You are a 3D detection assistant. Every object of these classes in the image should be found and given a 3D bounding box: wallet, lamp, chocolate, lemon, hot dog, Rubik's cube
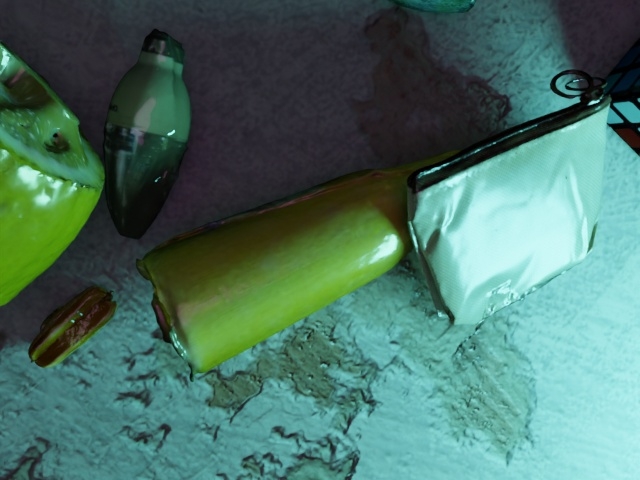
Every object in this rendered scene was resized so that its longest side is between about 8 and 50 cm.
[{"bbox_3d":[0.250,-0.040,0.872,0.335,0.068,0.275,-26,120,-20],"label":"wallet"},{"bbox_3d":[-0.210,-0.123,0.817,0.101,0.101,0.250,13,97,-11],"label":"lamp"},{"bbox_3d":[0.000,0.000,0.851,0.445,0.162,0.162,-26,100,-15],"label":"chocolate"},{"bbox_3d":[-0.428,-0.066,0.669,0.363,0.364,0.365,-1,96,-10],"label":"lemon"},{"bbox_3d":[-0.313,0.107,0.856,0.133,0.041,0.056,-42,101,-11],"label":"hot dog"},{"bbox_3d":[0.487,-0.198,0.895,0.163,0.162,0.161,41,89,-12],"label":"Rubik's cube"}]

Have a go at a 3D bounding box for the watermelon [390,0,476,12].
[{"bbox_3d":[0.119,-0.419,0.802,0.226,0.148,0.318,-37,106,4],"label":"watermelon"}]
